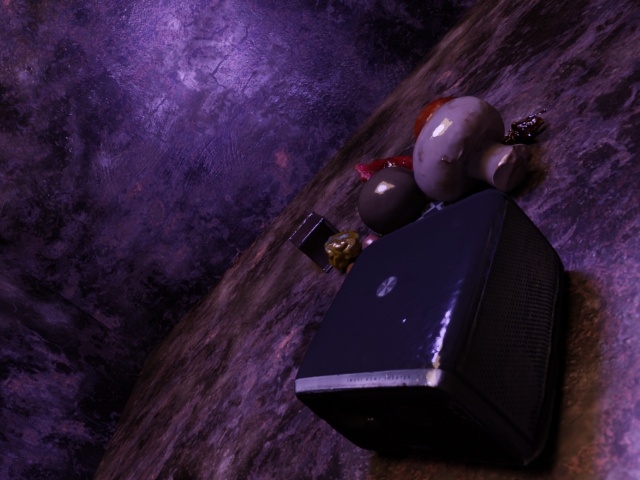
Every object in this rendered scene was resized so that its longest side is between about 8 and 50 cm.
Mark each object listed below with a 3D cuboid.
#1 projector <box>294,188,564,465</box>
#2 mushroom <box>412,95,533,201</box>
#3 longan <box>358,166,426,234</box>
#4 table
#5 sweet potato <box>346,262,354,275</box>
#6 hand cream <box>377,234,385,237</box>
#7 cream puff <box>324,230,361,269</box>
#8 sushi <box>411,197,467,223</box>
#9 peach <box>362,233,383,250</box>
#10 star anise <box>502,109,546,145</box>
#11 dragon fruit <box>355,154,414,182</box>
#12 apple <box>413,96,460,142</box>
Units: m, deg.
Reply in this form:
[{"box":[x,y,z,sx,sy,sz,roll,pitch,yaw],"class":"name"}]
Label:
[{"box":[0.201,0.157,0.783,0.395,0.242,0.405,-30,23,50],"class":"projector"},{"box":[0.408,-0.223,1.145,0.290,0.297,0.298,38,84,33],"class":"mushroom"},{"box":[0.234,-0.133,1.369,0.248,0.248,0.248,-43,18,17],"class":"longan"},{"box":[0.000,0.000,1.737,0.172,0.169,0.193,-49,16,-3],"class":"table"},{"box":[0.144,0.105,1.331,0.314,0.066,0.072,-168,78,-69],"class":"sweet potato"},{"box":[0.193,-0.002,1.523,0.036,0.023,0.122,-59,16,-21],"class":"hand cream"},{"box":[0.089,0.037,1.563,0.146,0.116,0.146,-15,16,5],"class":"cream puff"},{"box":[0.334,-0.024,1.187,0.220,0.047,0.231,-49,20,-19],"class":"sushi"},{"box":[0.179,0.017,1.414,0.083,0.083,0.083,-43,18,17],"class":"peach"},{"box":[0.570,-0.311,1.182,0.097,0.070,0.190,-43,2,-20],"class":"star anise"},{"box":[0.274,-0.213,1.597,0.261,0.134,0.212,-8,44,8],"class":"dragon fruit"},{"box":[0.426,-0.366,1.429,0.230,0.230,0.230,-43,18,17],"class":"apple"}]
